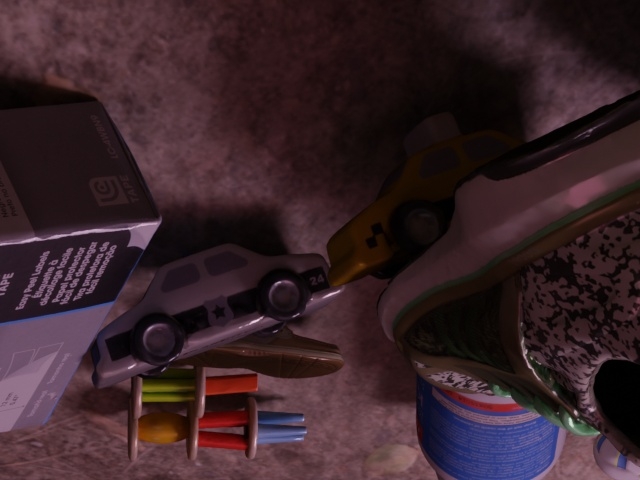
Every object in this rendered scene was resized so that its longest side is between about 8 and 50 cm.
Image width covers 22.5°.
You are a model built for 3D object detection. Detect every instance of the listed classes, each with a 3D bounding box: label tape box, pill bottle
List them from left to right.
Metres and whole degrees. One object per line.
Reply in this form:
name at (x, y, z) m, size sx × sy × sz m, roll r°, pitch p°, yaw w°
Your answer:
label tape box at (-0.305, 0.043, 0.999) m, size 0.348 × 0.115 × 0.249 m, roll -11°, pitch 150°, yaw -38°
pill bottle at (0.137, 0.126, 1.276) m, size 0.124 × 0.124 × 0.221 m, roll -6°, pitch 143°, yaw -2°

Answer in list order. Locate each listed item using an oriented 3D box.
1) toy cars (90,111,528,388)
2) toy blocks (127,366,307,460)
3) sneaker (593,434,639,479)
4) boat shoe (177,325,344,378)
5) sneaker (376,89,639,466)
toy cars at (0.000, 0.000, 1.111) m, size 0.394 × 0.087 × 0.176 m, roll -24°, pitch 173°, yaw 25°
toy blocks at (-0.081, 0.136, 1.313) m, size 0.148 × 0.054 × 0.123 m, roll 1°, pitch 144°, yaw -10°
sneaker at (0.349, 0.135, 1.377) m, size 0.240 × 0.091 × 0.126 m, roll -10°, pitch 125°, yaw 5°
boat shoe at (-0.047, 0.076, 1.243) m, size 0.135 × 0.045 × 0.050 m, roll 10°, pitch 151°, yaw -17°
sneaker at (0.144, 0.065, 0.954) m, size 0.158 × 0.182 × 0.410 m, roll -21°, pitch 165°, yaw -10°
